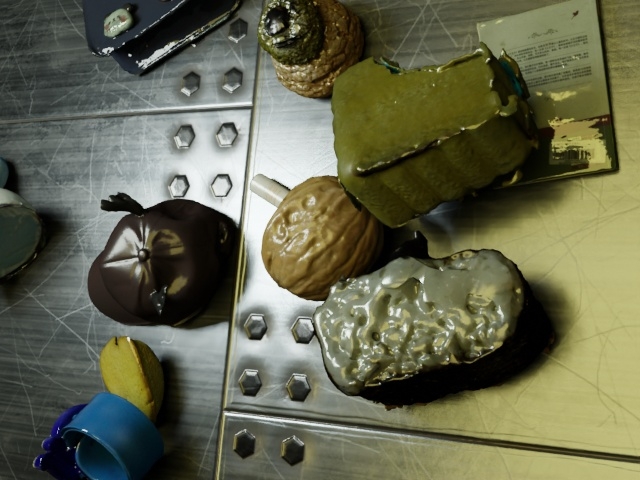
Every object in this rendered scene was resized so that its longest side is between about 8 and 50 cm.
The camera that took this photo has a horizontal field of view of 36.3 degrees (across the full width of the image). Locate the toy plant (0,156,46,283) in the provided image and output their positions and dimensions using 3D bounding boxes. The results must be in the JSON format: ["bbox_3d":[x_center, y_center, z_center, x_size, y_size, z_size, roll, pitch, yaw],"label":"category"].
[{"bbox_3d":[-0.743,-0.082,2.019,0.247,0.247,0.332,-50,60,12],"label":"toy plant"}]

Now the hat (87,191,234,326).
[{"bbox_3d":[-0.342,0.043,1.777,0.336,0.209,0.238,-17,76,27],"label":"hat"}]

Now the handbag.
[{"bbox_3d":[-0.343,-0.533,1.937,0.303,0.122,0.329,-27,67,23],"label":"handbag"}]

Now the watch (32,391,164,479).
[{"bbox_3d":[-0.384,0.380,1.757,0.200,0.196,0.171,-12,36,41],"label":"watch"}]

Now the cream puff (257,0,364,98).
[{"bbox_3d":[-0.032,-0.352,1.699,0.183,0.169,0.183,-6,77,27],"label":"cream puff"}]

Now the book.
[{"bbox_3d":[0.354,-0.233,1.543,0.201,0.026,0.289,-8,77,28],"label":"book"}]

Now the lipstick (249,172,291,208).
[{"bbox_3d":[-0.064,-0.072,1.739,0.141,0.040,0.040,32,97,29],"label":"lipstick"}]

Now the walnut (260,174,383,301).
[{"bbox_3d":[0.000,0.000,1.605,0.213,0.213,0.213,-6,78,28],"label":"walnut"}]

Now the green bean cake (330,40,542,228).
[{"bbox_3d":[0.185,-0.181,1.521,0.310,0.202,0.285,-20,46,24],"label":"green bean cake"}]

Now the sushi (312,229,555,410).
[{"bbox_3d":[0.165,0.123,1.489,0.348,0.207,0.234,-14,62,21],"label":"sushi"}]

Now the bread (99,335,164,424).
[{"bbox_3d":[-0.347,0.265,1.825,0.149,0.065,0.188,-17,90,44],"label":"bread"}]
